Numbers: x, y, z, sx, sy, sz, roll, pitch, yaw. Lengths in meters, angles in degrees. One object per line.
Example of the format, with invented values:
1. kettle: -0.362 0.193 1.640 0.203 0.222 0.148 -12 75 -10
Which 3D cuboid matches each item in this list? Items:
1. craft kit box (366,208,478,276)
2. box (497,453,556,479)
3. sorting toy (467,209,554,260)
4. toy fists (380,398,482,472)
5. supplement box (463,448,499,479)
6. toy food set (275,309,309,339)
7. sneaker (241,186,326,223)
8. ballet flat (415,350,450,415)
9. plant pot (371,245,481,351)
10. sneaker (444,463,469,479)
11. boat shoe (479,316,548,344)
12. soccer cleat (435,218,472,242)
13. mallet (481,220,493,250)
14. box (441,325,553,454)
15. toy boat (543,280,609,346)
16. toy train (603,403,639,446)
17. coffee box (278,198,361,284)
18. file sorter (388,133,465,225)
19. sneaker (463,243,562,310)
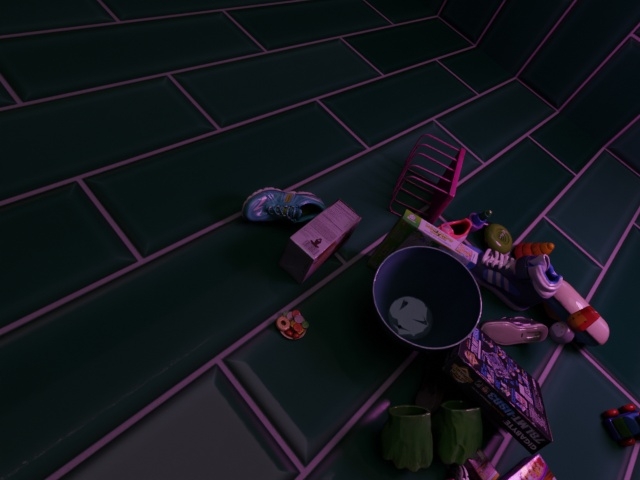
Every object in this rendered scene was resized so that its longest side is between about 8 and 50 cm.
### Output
1. craft kit box: 0.300 0.058 1.278 0.246 0.250 0.061 30 48 0
2. box: 0.497 0.690 1.018 0.293 0.057 0.201 -15 62 -31
3. sorting toy: 0.719 -0.016 1.556 0.365 0.126 0.127 29 57 -12
4. toy fists: 0.275 0.479 1.033 0.278 0.096 0.143 2 88 -19
5. supplement box: 0.403 0.580 1.070 0.054 0.043 0.083 -22 67 -32
6. toy food set: -0.076 0.229 1.144 0.083 0.020 0.082 41 51 10
7. sneaker: -0.107 -0.102 1.297 0.275 0.107 0.110 -7 28 -26
8. ballet flat: 0.328 0.390 1.174 0.250 0.084 0.058 -52 128 -43
9. plant pot: 0.275 0.188 1.187 0.289 0.195 0.291 2 61 -3
10. sneaker: 0.297 0.603 0.995 0.074 0.063 0.170 37 55 -1
11. boat shoe: 0.617 0.288 1.367 0.232 0.084 0.079 4 20 -12
12. soccer cleat: 0.392 -0.005 1.447 0.318 0.116 0.109 -16 63 -31
13. mallet: 0.628 -0.002 1.600 0.062 0.039 0.190 25 54 -5
14. box: 0.477 0.372 1.149 0.293 0.073 0.295 42 22 9
15. toy boat: 0.829 0.256 1.395 0.268 0.148 0.318 52 21 17
16. toy train: 1.017 0.545 1.285 0.247 0.143 0.105 -2 57 -23
17. coffee box: 0.000 0.000 1.267 0.098 0.141 0.246 41 50 10
18. file sorter: 0.389 -0.223 1.557 0.182 0.202 0.291 27 50 2
19. sneaker: 0.643 0.078 1.413 0.322 0.236 0.130 42 51 10
